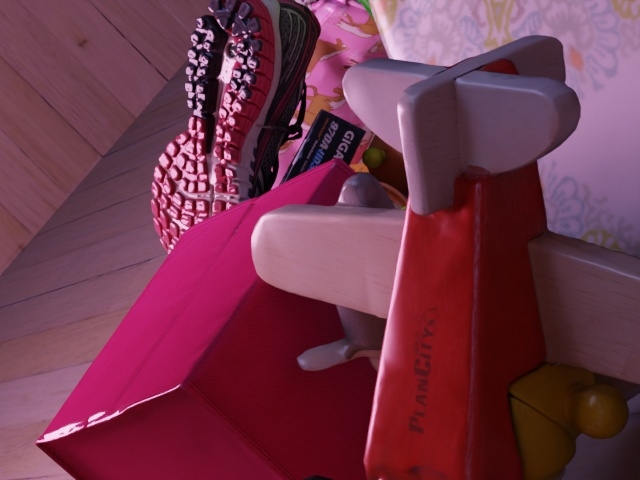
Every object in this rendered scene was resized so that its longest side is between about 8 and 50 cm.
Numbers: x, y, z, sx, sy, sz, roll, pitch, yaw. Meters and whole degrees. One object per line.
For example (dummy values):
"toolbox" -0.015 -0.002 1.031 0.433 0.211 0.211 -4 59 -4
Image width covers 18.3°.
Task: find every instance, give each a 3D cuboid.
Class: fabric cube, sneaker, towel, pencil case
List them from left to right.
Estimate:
"sneaker" -0.073 -0.090 1.917 0.112 0.121 0.299 -9 -55 -47
"fabric cube" -0.029 0.134 1.669 0.259 0.254 0.258 -23 28 52
"pencil case" 0.003 -0.176 2.245 0.386 0.167 0.160 118 169 -46
"towel" 0.213 -0.141 1.634 0.090 0.374 0.320 -11 -15 -44

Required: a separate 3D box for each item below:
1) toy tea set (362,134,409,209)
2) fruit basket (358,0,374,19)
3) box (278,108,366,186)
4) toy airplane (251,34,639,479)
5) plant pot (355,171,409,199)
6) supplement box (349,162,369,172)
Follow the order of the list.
"toy tea set" 0.136 -0.073 1.870 0.124 0.200 0.336 -50 8 42
"fruit basket" 0.181 -0.389 1.898 0.392 0.392 0.283 -43 54 5
"box" -0.029 -0.020 1.928 0.175 0.051 0.220 -63 2 -12
"toy airplane" 0.132 0.049 1.362 0.272 0.386 0.384 2 -38 -43
"plant pot" 0.061 0.000 1.946 0.109 0.109 0.096 2 21 23
"supplement box" 0.064 -0.036 2.065 0.233 0.080 0.078 -6 36 31
